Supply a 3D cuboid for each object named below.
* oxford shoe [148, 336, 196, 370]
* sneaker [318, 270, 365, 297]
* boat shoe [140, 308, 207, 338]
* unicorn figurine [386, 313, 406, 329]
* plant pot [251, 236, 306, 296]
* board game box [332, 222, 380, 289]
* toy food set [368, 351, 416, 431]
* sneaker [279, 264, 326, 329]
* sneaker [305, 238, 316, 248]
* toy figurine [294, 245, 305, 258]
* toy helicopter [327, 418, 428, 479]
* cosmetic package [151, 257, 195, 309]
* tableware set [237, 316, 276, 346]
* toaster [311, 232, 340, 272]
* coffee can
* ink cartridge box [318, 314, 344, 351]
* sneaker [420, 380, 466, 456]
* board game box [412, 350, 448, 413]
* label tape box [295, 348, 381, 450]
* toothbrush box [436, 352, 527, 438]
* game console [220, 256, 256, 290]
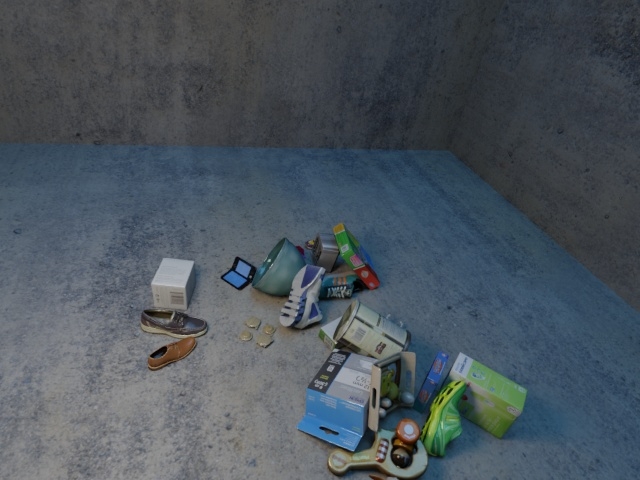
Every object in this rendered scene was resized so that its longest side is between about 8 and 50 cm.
[{"bbox_3d":[-0.600,0.447,1.661,0.076,0.076,0.212,32,40,29],"label":"oxford shoe"},{"bbox_3d":[0.101,0.243,2.089,0.301,0.108,0.121,-15,39,-33],"label":"sneaker"},{"bbox_3d":[-0.635,0.352,1.761,0.284,0.093,0.103,8,36,-4],"label":"boat shoe"},{"bbox_3d":[0.335,0.414,1.961,0.161,0.060,0.111,18,36,9],"label":"unicorn figurine"},{"bbox_3d":[-0.180,0.158,2.019,0.196,0.293,0.293,35,34,-12],"label":"plant pot"},{"bbox_3d":[0.193,0.084,2.186,0.064,0.316,0.242,-32,37,14],"label":"board game box"},{"bbox_3d":[0.281,0.557,1.528,0.092,0.220,0.306,3,-1,35],"label":"toy food set"},{"bbox_3d":[-0.057,0.282,1.914,0.127,0.182,0.316,13,71,43],"label":"sneaker"},{"bbox_3d":[0.000,0.000,2.407,0.185,0.084,0.070,-4,39,-20],"label":"sneaker"},{"bbox_3d":[-0.144,0.083,2.234,0.173,0.130,0.159,30,30,36],"label":"toy figurine"},{"bbox_3d":[0.202,0.777,1.418,0.354,0.140,0.235,-5,47,-3],"label":"toy helicopter"},{"bbox_3d":[-0.682,0.202,1.902,0.151,0.152,0.184,6,36,-6],"label":"cosmetic package"},{"bbox_3d":[-0.282,0.412,1.837,0.168,0.020,0.141,18,35,11],"label":"tableware set"},{"bbox_3d":[0.031,0.060,2.250,0.110,0.186,0.168,8,36,-20],"label":"toaster"},{"bbox_3d":[0.221,0.411,1.756,0.275,0.202,0.202,32,38,-1],"label":"coffee can"},{"bbox_3d":[0.106,0.419,1.892,0.209,0.062,0.109,-21,47,-36],"label":"ink cartridge box"},{"bbox_3d":[0.484,0.675,1.551,0.123,0.109,0.296,30,78,1],"label":"sneaker"},{"bbox_3d":[0.447,0.575,1.650,0.047,0.211,0.160,25,38,20],"label":"board game box"},{"bbox_3d":[0.089,0.590,1.558,0.248,0.115,0.347,6,29,31],"label":"label tape box"},{"bbox_3d":[0.643,0.623,1.640,0.283,0.207,0.122,29,40,22],"label":"toothbrush box"},{"bbox_3d":[-0.419,0.166,2.080,0.143,0.124,0.085,28,13,22],"label":"game console"}]
